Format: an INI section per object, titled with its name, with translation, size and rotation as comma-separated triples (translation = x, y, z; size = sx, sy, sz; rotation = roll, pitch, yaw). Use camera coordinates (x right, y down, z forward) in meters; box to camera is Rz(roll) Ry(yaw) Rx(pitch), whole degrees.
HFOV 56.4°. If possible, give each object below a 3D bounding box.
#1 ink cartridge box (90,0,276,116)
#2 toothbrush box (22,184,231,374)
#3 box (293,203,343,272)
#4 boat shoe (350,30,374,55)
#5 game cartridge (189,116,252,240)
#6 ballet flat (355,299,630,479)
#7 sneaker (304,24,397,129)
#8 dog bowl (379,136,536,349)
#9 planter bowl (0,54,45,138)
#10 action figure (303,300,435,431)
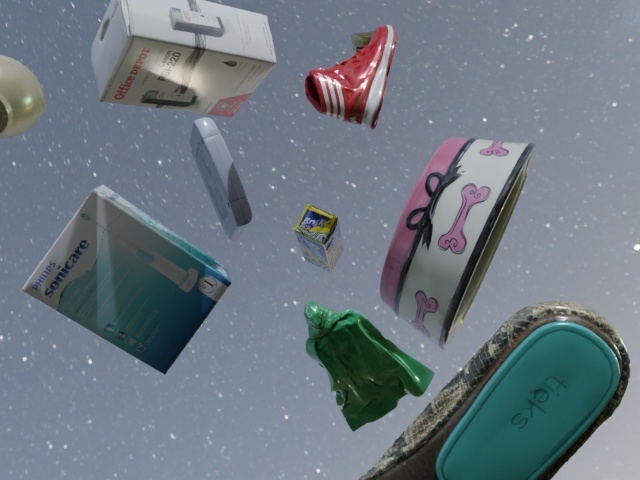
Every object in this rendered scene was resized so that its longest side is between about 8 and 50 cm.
[ink cartridge box]
translation = -0.197, -0.263, 0.857
size = 0.217, 0.092, 0.158
rotation = 1, -22, -35
[toothbrush box]
translation = -0.348, 0.070, 1.108
size = 0.295, 0.126, 0.216
rotation = 35, -89, -17
[box]
translation = 0.000, 0.000, 1.035
size = 0.054, 0.059, 0.169
rotation = -62, -13, -14
[boat shoe]
translation = 0.086, -0.378, 1.157
size = 0.056, 0.153, 0.048
rotation = -8, -73, -4
[game cartridge]
translation = -0.259, -0.158, 1.548
size = 0.062, 0.297, 0.198
rotation = -20, -6, -24
[ballet flat]
translation = 0.125, 0.262, 0.627
size = 0.483, 0.164, 0.182
rotation = -50, -9, 2
[sneaker]
translation = 0.047, -0.280, 0.956
size = 0.128, 0.221, 0.087
rotation = 13, -38, -1
[dog bowl]
translation = 0.249, -0.010, 1.114
size = 0.408, 0.150, 0.408
rotation = -54, -22, -33
[planter bowl]
translation = -0.628, -0.262, 1.143
size = 0.162, 0.109, 0.162
rotation = -3, -58, -4
[action figure]
translation = 0.043, 0.145, 0.743
size = 0.137, 0.063, 0.232
rotation = -39, -48, -2
